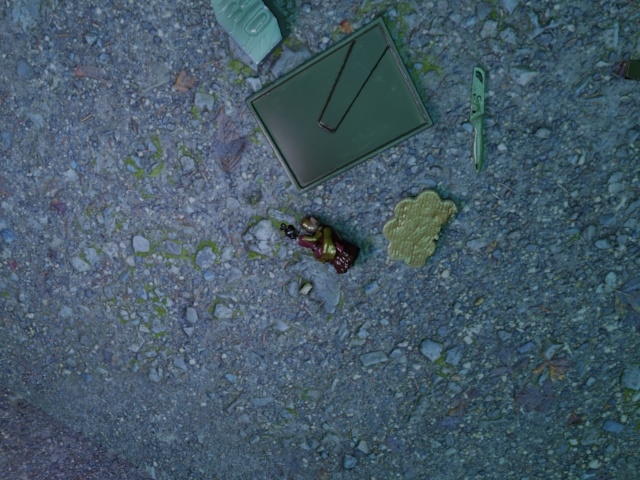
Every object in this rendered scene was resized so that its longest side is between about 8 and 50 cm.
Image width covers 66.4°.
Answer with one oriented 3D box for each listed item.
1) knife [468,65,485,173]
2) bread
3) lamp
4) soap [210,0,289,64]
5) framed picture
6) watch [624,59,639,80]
[{"bbox_3d":[0.431,-0.326,1.349,0.043,0.020,0.293,-1,112,10],"label":"knife"},{"bbox_3d":[0.288,-0.042,1.475,0.181,0.039,0.251,25,113,-2],"label":"bread"},{"bbox_3d":[0.000,0.000,1.497,0.253,0.118,0.118,35,113,-3],"label":"lamp"},{"bbox_3d":[-0.194,-0.599,1.284,0.145,0.091,0.230,-40,103,20],"label":"soap"},{"bbox_3d":[0.048,-0.364,1.382,0.446,0.028,0.326,-25,106,16],"label":"framed picture"},{"bbox_3d":[0.891,-0.386,1.171,0.268,0.165,0.102,1,114,-16],"label":"watch"}]
